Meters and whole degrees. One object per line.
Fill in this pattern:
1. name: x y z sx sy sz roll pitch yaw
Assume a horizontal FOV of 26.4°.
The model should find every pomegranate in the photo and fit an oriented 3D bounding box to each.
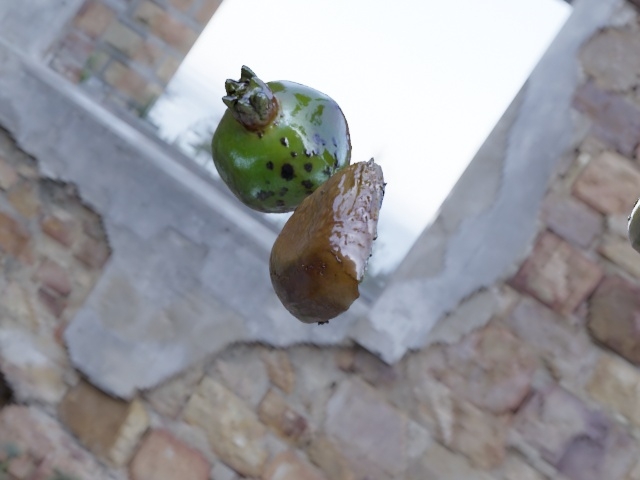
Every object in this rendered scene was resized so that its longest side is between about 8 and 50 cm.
1. pomegranate: -0.049 -0.116 1.525 0.159 0.159 0.205 36 -10 34

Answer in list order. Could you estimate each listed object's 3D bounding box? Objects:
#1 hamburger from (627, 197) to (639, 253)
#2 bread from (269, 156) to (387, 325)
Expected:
1. hamburger: 0.460 -0.063 1.507 0.151 0.227 0.295 65 -24 14
2. bread: 0.000 0.000 1.055 0.044 0.126 0.129 21 -20 -18
